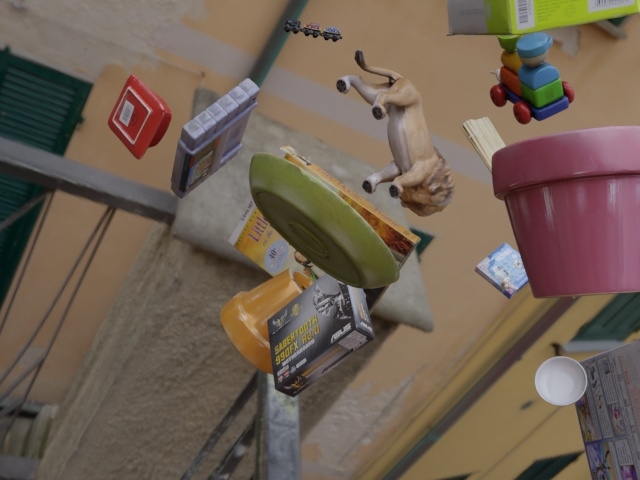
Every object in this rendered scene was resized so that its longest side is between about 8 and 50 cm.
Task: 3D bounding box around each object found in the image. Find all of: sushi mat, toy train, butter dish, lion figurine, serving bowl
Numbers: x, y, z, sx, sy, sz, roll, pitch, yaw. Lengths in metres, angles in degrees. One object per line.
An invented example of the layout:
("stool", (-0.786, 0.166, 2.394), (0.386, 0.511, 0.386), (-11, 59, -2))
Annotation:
("sushi mat", (0.329, -0.059, 1.148), (0.316, 0.019, 0.151), (57, 27, 3))
("toy train", (-0.019, -0.553, 1.912), (0.158, 0.036, 0.027), (11, -6, -1))
("toy train", (0.347, -0.323, 1.312), (0.248, 0.105, 0.143), (-119, -175, -55))
("butter dish", (-0.424, -0.303, 1.798), (0.160, 0.160, 0.118), (46, 28, 22))
("lion figurine", (0.181, -0.226, 1.562), (0.142, 0.392, 0.240), (7, 24, 44))
("serving bowl", (0.400, 0.236, 1.208), (0.027, 0.083, 0.083), (46, 12, -51))

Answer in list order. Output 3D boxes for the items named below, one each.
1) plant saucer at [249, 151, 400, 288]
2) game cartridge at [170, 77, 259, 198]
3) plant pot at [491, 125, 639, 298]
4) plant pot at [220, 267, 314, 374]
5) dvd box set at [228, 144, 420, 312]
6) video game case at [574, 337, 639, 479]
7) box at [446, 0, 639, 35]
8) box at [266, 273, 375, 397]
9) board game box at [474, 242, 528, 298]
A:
("plant saucer", (-0.006, -0.013, 0.919), (0.241, 0.037, 0.241), (37, -14, 11))
("game cartridge", (-0.276, -0.246, 1.860), (0.068, 0.355, 0.230), (41, 65, 2))
("plant pot", (0.310, -0.024, 0.865), (0.201, 0.201, 0.180), (1, 83, -44))
("plant pot", (-0.093, 0.170, 1.674), (0.205, 0.188, 0.205), (45, 14, -14))
("dvd box set", (0.000, 0.000, 1.852), (0.420, 0.308, 0.062), (37, 21, 12))
("video game case", (0.522, 0.313, 1.202), (0.061, 0.244, 0.270), (-2, 70, -14))
("box", (0.183, -0.207, 0.638), (0.109, 0.042, 0.178), (-11, 17, -4))
("box", (-0.006, 0.177, 1.463), (0.056, 0.231, 0.183), (33, 30, -34))
("board game box", (0.367, 0.058, 1.433), (0.090, 0.020, 0.090), (-36, 60, -24))
